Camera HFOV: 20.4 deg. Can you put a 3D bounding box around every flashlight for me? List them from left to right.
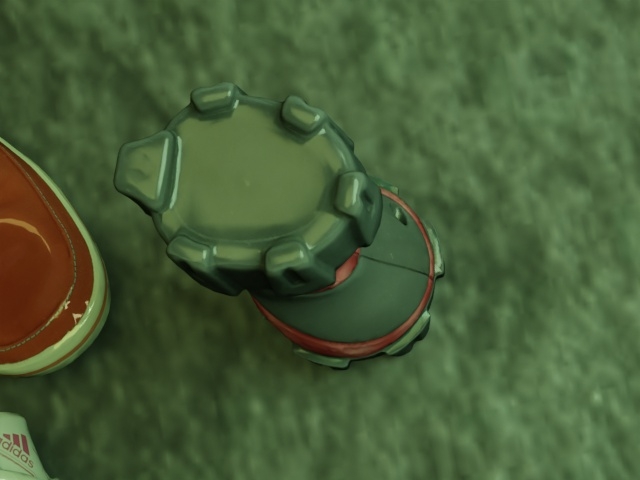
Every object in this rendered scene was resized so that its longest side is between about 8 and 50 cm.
[{"bbox_3d":[0.000,0.000,0.811,0.103,0.304,0.103,-40,80,-1],"label":"flashlight"}]

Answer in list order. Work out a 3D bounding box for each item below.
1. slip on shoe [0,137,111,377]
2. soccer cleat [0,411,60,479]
[{"bbox_3d":[-0.250,-0.048,0.955,0.331,0.101,0.123,42,87,10],"label":"slip on shoe"},{"bbox_3d":[-0.160,0.176,0.900,0.331,0.116,0.143,37,88,11],"label":"soccer cleat"}]
